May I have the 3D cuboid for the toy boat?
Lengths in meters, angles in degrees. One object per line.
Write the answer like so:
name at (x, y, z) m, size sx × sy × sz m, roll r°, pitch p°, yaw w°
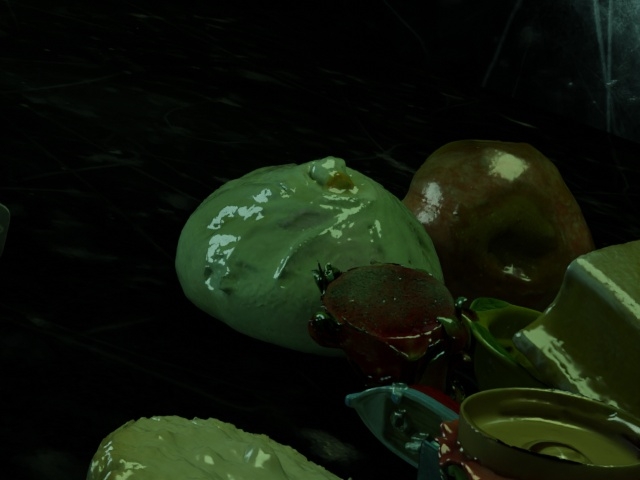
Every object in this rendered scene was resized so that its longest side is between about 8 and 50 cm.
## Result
toy boat at (0.090, 0.164, 1.305) m, size 0.058 × 0.069 × 0.173 m, roll -20°, pitch 38°, yaw -37°

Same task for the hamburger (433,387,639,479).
hamburger at (0.159, 0.191, 1.142) m, size 0.175 × 0.137 × 0.175 m, roll 10°, pitch 15°, yaw -3°

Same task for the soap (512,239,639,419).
soap at (0.343, 0.136, 1.395) m, size 0.281 × 0.143 × 0.259 m, roll 44°, pitch 27°, yaw 25°

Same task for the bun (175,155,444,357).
bun at (0.000, 0.000, 1.583) m, size 0.283 × 0.179 × 0.283 m, roll 14°, pitch 13°, yaw -3°

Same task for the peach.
peach at (0.200, -0.004, 1.753) m, size 0.235 × 0.214 × 0.214 m, roll 24°, pitch 16°, yaw 6°

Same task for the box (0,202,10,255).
box at (-0.398, -0.047, 1.566) m, size 0.120 × 0.069 × 0.224 m, roll 6°, pitch 17°, yaw -31°

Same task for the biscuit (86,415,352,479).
biscuit at (-0.066, 0.179, 1.014) m, size 0.179 × 0.084 × 0.281 m, roll 29°, pitch 15°, yaw 1°

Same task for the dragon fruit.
dragon fruit at (0.066, 0.093, 1.401) m, size 0.138 × 0.175 × 0.142 m, roll -19°, pitch 9°, yaw -13°

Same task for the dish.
dish at (0.200, 0.133, 1.474) m, size 0.207 × 0.080 × 0.149 m, roll 25°, pitch 24°, yaw -9°
